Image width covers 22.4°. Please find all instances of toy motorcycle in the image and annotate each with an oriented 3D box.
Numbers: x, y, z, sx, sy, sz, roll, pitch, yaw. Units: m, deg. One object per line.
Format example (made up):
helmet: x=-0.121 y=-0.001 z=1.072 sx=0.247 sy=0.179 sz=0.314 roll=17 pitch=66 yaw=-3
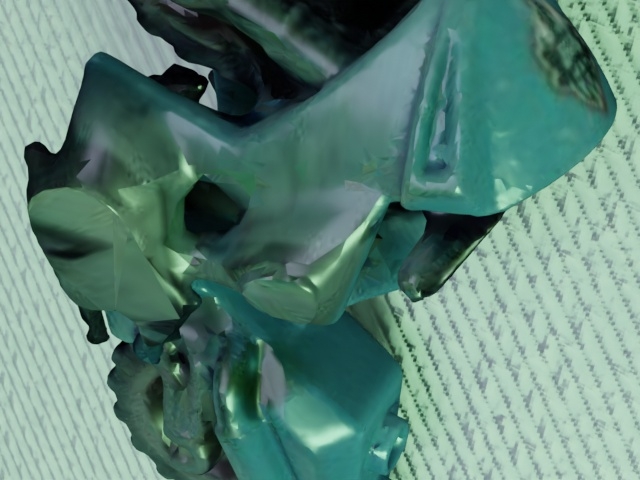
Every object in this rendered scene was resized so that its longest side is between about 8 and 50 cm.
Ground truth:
toy motorcycle: x=0.000 y=0.000 z=0.731 sx=0.232 sy=0.172 sz=0.416 roll=22 pitch=132 yaw=18
